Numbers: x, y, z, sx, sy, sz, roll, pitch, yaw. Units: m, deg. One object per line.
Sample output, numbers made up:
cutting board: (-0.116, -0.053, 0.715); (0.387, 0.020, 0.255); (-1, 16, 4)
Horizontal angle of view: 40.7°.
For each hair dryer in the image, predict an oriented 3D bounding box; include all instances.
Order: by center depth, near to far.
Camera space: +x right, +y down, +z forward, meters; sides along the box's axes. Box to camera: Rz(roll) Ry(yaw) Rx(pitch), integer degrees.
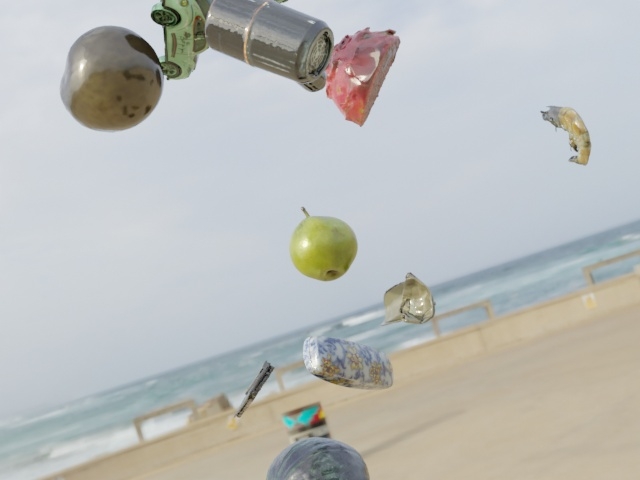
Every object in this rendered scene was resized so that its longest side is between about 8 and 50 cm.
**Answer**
hair dryer: (-0.033, -0.304, 1.456); (0.189, 0.107, 0.352); (25, 3, 21)

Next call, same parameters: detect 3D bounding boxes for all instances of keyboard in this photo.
keyboard: (-0.126, 0.284, 1.609); (0.072, 0.023, 0.231); (-60, 0, -25)

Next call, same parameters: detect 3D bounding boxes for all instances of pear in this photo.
pear: (0.000, 0.000, 2.264); (0.180, 0.216, 0.166); (-8, -37, -19)

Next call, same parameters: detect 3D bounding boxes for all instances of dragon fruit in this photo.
dragon fruit: (0.103, -0.438, 2.161); (0.163, 0.261, 0.189); (28, -7, -16)

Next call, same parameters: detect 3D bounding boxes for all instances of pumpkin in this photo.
pumpkin: (-0.015, 0.603, 1.955); (0.239, 0.315, 0.315); (5, -16, -28)

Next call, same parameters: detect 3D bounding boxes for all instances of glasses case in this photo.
glasses case: (0.060, 0.246, 1.712); (0.065, 0.086, 0.248); (-29, -34, 31)

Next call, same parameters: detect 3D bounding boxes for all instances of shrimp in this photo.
shrimp: (0.586, -0.251, 2.052); (0.051, 0.150, 0.217); (-25, 21, -1)

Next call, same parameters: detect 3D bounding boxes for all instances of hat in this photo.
hat: (0.234, 0.175, 2.322); (0.085, 0.147, 0.175); (20, -27, -23)

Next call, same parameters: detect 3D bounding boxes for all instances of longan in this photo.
longan: (-0.405, -0.308, 1.681); (0.212, 0.198, 0.198); (-56, -14, 9)

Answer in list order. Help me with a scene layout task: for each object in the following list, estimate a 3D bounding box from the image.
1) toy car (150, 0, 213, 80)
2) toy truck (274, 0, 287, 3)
toy car: (-0.270, -0.445, 1.757); (0.125, 0.136, 0.306); (7, -25, -2)
toy truck: (-0.194, -0.588, 1.984); (0.279, 0.154, 0.156); (-17, 12, 26)
